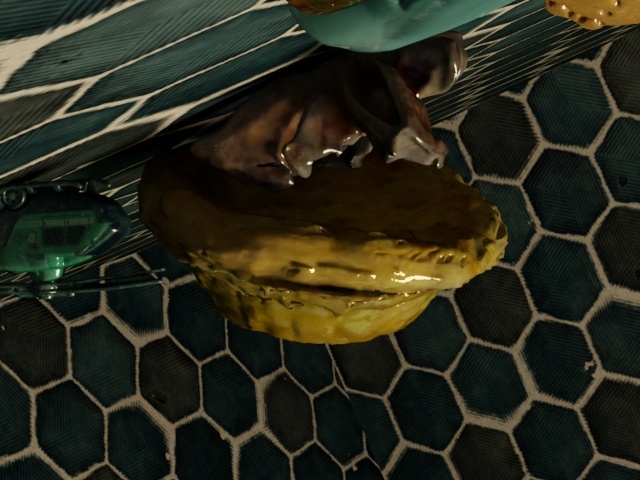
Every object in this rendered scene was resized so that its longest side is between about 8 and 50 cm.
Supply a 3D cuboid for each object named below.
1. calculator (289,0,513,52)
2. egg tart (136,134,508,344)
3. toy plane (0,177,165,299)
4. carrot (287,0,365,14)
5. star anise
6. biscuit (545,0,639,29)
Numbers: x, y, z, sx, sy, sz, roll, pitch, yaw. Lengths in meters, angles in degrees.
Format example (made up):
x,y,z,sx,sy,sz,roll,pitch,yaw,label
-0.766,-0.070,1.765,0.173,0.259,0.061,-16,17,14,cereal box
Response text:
x,y,z,sx,sy,sz,roll,pitch,yaw,label
0.181,-0.204,0.957,0.386,0.054,0.256,-27,180,-17,calculator
-0.001,0.001,1.503,0.341,0.129,0.341,6,-162,-2,egg tart
-0.234,0.003,1.340,0.235,0.096,0.060,-5,-178,16,toy plane
0.074,-0.151,0.645,0.070,0.070,0.260,-23,-179,-41,carrot
0.025,-0.099,1.400,0.257,0.111,0.198,-15,-162,43,star anise
0.233,-0.198,1.279,0.184,0.027,0.133,0,155,37,biscuit
